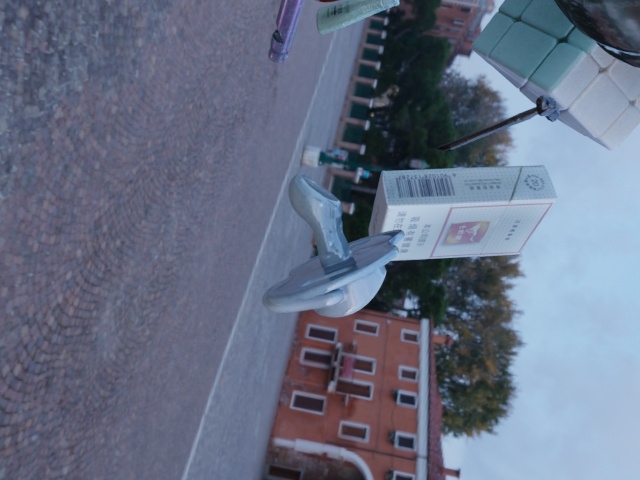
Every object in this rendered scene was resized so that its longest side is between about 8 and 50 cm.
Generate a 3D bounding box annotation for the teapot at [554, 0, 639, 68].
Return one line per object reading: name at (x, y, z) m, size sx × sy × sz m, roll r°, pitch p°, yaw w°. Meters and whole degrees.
teapot at (0.217, -0.219, 0.285) m, size 0.239 × 0.240 × 0.321 m, roll -51°, pitch -140°, yaw 29°

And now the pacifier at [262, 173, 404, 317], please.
pacifier at (0.000, 0.000, 0.820) m, size 0.279 × 0.228 × 0.207 m, roll -44°, pitch 117°, yaw -74°

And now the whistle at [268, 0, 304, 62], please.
whistle at (-0.045, -0.326, 0.803) m, size 0.176 × 0.033 × 0.033 m, roll 121°, pitch -16°, yaw -58°

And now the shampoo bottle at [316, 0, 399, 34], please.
shampoo bottle at (0.082, -0.517, 1.248) m, size 0.041 × 0.191 × 0.069 m, roll 40°, pitch 50°, yaw -54°

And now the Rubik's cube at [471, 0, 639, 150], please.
Rubik's cube at (0.618, -0.457, 1.296) m, size 0.315 × 0.319 × 0.321 m, roll -53°, pitch -141°, yaw 18°

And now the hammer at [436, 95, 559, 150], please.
hammer at (0.252, -0.159, 0.803) m, size 0.065 × 0.178 × 0.021 m, roll 11°, pitch 66°, yaw -49°

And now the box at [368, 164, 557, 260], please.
box at (0.277, -0.052, 1.137) m, size 0.210 × 0.331 × 0.095 m, roll 96°, pitch -11°, yaw -58°
